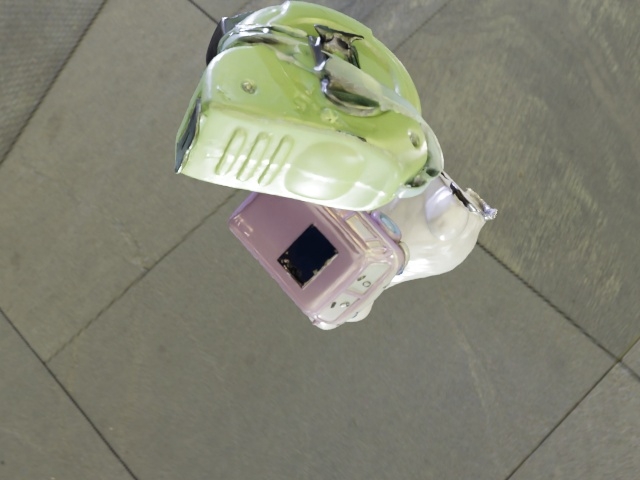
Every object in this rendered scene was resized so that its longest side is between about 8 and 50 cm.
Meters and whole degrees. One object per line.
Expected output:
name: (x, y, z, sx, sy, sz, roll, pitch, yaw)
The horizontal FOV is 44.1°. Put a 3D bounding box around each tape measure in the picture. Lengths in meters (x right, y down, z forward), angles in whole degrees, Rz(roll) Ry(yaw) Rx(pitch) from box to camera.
tape measure: (-0.004, -0.094, 0.535, 0.178, 0.087, 0.154, 14, 48, -24)

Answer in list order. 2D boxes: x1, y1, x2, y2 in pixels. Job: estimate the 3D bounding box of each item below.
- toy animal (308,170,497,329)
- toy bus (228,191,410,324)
toy animal: (0.099, 0.018, 1.279, 0.357, 0.258, 0.194, -43, 84, 16)
toy bus: (0.000, 0.000, 0.995, 0.202, 0.142, 0.142, 47, 110, 8)
